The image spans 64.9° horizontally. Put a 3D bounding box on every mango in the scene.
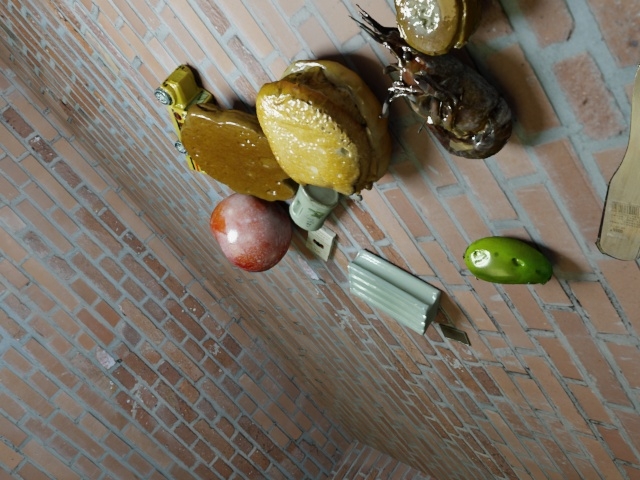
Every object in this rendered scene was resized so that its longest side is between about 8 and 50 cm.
[{"bbox_3d":[0.388,0.044,1.045,0.178,0.100,0.119,11,178,35],"label":"mango"}]

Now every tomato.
[{"bbox_3d":[-0.212,-0.036,1.615,0.270,0.227,0.270,46,-170,-11],"label":"tomato"}]

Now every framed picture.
[{"bbox_3d":[0.402,0.283,1.507,0.089,0.007,0.066,13,142,46],"label":"framed picture"}]

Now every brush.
[{"bbox_3d":[0.469,-0.112,0.733,0.070,0.065,0.328,27,142,42],"label":"brush"}]

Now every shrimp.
[{"bbox_3d":[0.174,-0.260,0.839,0.343,0.117,0.145,39,154,-8],"label":"shrimp"}]

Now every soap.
[{"bbox_3d":[0.212,0.149,1.473,0.265,0.088,0.160,29,152,25],"label":"soap"}]

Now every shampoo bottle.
[{"bbox_3d":[-0.027,-0.094,1.432,0.118,0.087,0.234,38,155,2],"label":"shampoo bottle"}]

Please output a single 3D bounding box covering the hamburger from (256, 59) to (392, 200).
[{"bbox_3d":[0.013,-0.227,1.066,0.289,0.170,0.314,25,151,38],"label":"hamburger"}]

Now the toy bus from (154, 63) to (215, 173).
[{"bbox_3d":[-0.370,-0.346,1.493,0.122,0.121,0.336,24,151,16],"label":"toy bus"}]

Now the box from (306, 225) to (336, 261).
[{"bbox_3d":[0.000,0.000,1.618,0.090,0.024,0.167,36,153,13],"label":"box"}]

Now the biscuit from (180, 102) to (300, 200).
[{"bbox_3d":[-0.203,-0.237,1.398,0.380,0.074,0.359,4,149,27],"label":"biscuit"}]

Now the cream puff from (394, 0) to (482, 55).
[{"bbox_3d":[0.172,-0.347,0.723,0.126,0.103,0.144,11,141,42],"label":"cream puff"}]
